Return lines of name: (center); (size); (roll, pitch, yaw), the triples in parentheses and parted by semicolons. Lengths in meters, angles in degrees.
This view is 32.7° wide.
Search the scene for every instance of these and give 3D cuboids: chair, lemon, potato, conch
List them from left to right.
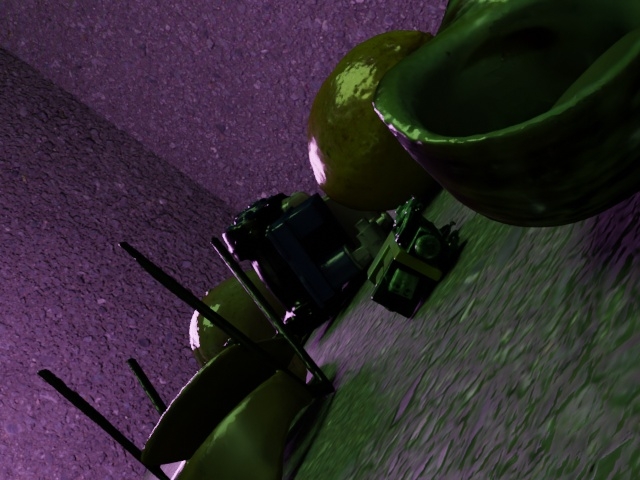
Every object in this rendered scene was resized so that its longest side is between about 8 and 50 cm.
chair: (-0.095, 0.135, 0.924); (0.158, 0.247, 0.172); (-54, -21, 18)
potato: (-0.098, 0.117, 1.554); (0.194, 0.157, 0.157); (-42, -3, -26)
lemon: (0.071, -0.126, 1.166); (0.207, 0.170, 0.170); (-58, 0, 42)
conch: (0.119, -0.087, 0.472); (0.181, 0.124, 0.187); (-45, 28, 8)

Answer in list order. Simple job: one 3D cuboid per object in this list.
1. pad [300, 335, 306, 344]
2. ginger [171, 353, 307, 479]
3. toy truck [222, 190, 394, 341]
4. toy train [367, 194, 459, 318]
pad: (-0.042, 0.153, 1.411); (0.187, 0.006, 0.113); (-55, 1, -30)
ginger: (-0.108, 0.224, 1.059); (0.298, 0.065, 0.118); (-54, -11, -6)
toy truck: (0.000, 0.000, 1.290); (0.177, 0.161, 0.213); (-34, 6, 11)
toy train: (0.068, 0.010, 0.831); (0.081, 0.050, 0.122); (-59, 3, 9)
